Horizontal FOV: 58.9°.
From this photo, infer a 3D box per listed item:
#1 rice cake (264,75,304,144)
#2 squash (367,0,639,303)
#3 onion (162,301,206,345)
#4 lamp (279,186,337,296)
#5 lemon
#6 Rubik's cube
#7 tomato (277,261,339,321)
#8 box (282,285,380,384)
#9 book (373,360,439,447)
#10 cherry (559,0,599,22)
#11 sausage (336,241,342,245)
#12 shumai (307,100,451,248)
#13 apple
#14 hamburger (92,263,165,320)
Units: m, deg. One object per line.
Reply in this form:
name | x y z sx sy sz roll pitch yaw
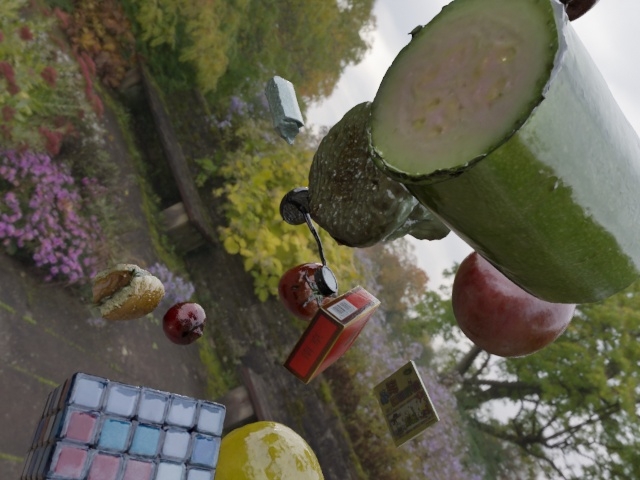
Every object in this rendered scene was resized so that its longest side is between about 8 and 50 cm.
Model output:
rice cake | -0.092 -0.330 1.403 0.069 0.063 0.207 22 38 -33
squash | 0.259 -0.103 0.734 0.384 0.263 0.263 32 21 -40
onion | -0.386 0.236 1.618 0.131 0.131 0.131 64 0 0
lamp | -0.032 0.016 1.409 0.130 0.108 0.371 45 22 -43
lemon | -0.147 0.634 1.426 0.348 0.347 0.348 64 0 0
Rubik's cube | -0.375 0.428 1.031 0.291 0.293 0.287 22 59 -25
tomato | -0.034 0.140 1.552 0.167 0.167 0.167 64 0 0
box | 0.029 0.189 1.184 0.074 0.153 0.239 33 17 17
book | 0.245 0.475 1.647 0.013 0.168 0.192 19 38 -42
cherry | 0.387 -0.418 0.960 0.188 0.115 0.148 -36 -104 52
sausage | 0.107 -0.038 1.578 0.062 0.154 0.062 -24 90 -89
shumai | 0.180 -0.132 1.405 0.323 0.324 0.397 16 25 -35
apple | 0.509 0.165 1.535 0.345 0.344 0.270 -116 -153 -43
hamburger | -0.501 0.154 1.562 0.207 0.155 0.136 43 34 -59
